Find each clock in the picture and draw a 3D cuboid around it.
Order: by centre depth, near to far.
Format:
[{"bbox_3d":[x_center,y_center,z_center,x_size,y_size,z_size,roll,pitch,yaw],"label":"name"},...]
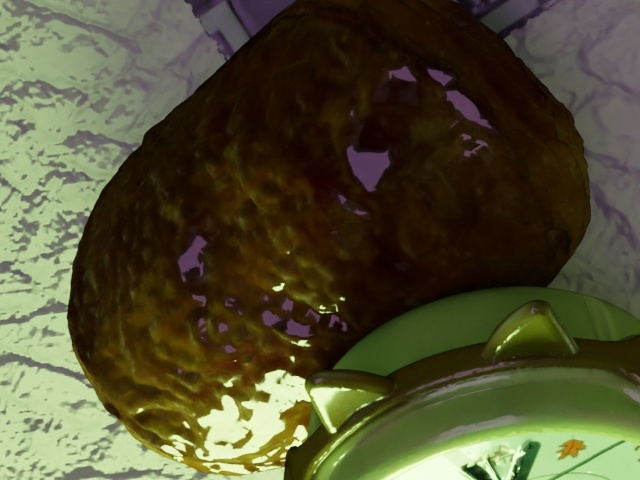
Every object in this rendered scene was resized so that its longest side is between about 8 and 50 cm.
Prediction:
[{"bbox_3d":[0.120,0.149,1.044,0.286,0.117,0.348,-19,135,12],"label":"clock"}]

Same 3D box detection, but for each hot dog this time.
[{"bbox_3d":[0.000,0.000,1.095,0.267,0.174,0.387,47,119,-3],"label":"hot dog"}]

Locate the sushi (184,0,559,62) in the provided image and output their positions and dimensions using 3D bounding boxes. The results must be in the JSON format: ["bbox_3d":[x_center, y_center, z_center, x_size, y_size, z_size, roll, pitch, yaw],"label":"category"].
[{"bbox_3d":[0.028,-0.275,1.092,0.359,0.064,0.343,-32,94,16],"label":"sushi"}]
